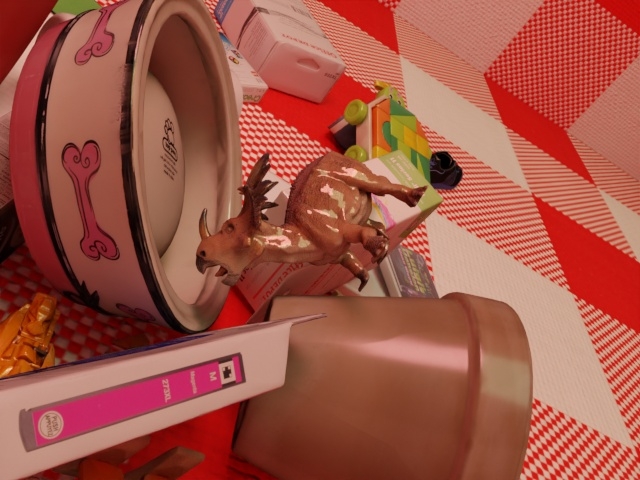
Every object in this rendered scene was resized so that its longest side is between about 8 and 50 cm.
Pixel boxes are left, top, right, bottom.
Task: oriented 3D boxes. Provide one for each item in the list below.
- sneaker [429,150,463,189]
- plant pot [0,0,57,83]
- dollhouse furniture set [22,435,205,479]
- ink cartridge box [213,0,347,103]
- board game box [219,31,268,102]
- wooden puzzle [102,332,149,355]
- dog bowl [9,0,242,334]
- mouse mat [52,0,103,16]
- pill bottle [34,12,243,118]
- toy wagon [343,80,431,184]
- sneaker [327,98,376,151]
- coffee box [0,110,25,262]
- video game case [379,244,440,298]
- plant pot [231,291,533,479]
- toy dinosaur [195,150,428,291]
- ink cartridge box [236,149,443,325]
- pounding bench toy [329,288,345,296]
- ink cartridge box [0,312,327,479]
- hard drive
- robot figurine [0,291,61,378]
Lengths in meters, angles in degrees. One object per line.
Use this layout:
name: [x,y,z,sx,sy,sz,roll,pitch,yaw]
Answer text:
sneaker: [0.329,-0.189,1.771,0.081,0.090,0.232,49,32,17]
plant pot: [-0.512,-0.332,0.915,0.275,0.243,0.275,27,33,-20]
dollhouse furniture set: [-0.164,0.271,0.527,0.259,0.135,0.262,38,26,-45]
ink cartridge box: [-0.105,-0.506,1.686,0.223,0.129,0.307,8,42,-41]
board game box: [-0.271,-0.375,1.413,0.305,0.053,0.193,-12,58,-53]
wooden puzzle: [-0.219,0.160,0.806,0.078,0.014,0.116,2,47,-45]
dog bowl: [-0.213,-0.092,0.813,0.150,0.408,0.408,-1,33,8]
mouse mat: [-0.534,-0.503,1.347,0.189,0.007,0.152,38,31,1]
pill bottle: [-0.290,-0.249,1.108,0.318,0.176,0.176,1,47,-46]
toy wagon: [0.163,-0.228,1.544,0.267,0.068,0.344,24,59,-41]
sneaker: [0.133,-0.274,1.679,0.131,0.112,0.319,56,38,-1]
coffee box: [-0.380,-0.058,0.799,0.098,0.141,0.246,35,32,-8]
video game case: [0.172,0.089,1.243,0.173,0.022,0.190,24,40,-49]
plant pot: [0.051,0.193,0.814,0.280,0.323,0.323,15,34,-5]
toy dinosaur: [0.001,-0.047,0.819,0.200,0.127,0.296,33,42,7]
ink cartridge box: [0.000,0.000,1.011,0.353,0.207,0.119,-24,72,-46]
pounding bench toy: [0.031,0.133,1.069,0.083,0.052,0.065,41,31,3]
ink cartridge box: [-0.165,0.125,0.587,0.371,0.175,0.069,-9,87,-52]
hard drive: [0.007,0.008,1.219,0.307,0.040,0.203,32,31,-12]
robot figurine: [-0.350,0.150,0.610,0.211,0.085,0.291,25,33,-21]
